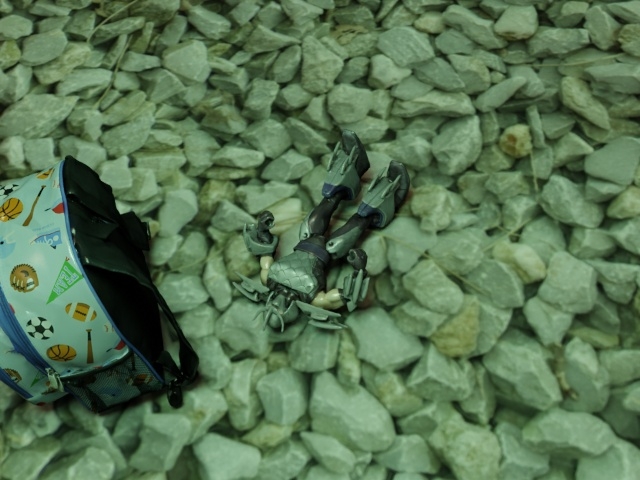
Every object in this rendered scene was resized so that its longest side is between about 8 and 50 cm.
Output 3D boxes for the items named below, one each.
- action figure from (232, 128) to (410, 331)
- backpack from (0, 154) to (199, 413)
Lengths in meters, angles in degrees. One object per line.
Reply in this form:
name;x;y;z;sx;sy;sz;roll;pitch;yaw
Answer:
action figure;0.000;0.000;1.030;0.185;0.099;0.285;26;64;16
backpack;-0.287;0.046;0.920;0.213;0.263;0.276;-21;56;-9
